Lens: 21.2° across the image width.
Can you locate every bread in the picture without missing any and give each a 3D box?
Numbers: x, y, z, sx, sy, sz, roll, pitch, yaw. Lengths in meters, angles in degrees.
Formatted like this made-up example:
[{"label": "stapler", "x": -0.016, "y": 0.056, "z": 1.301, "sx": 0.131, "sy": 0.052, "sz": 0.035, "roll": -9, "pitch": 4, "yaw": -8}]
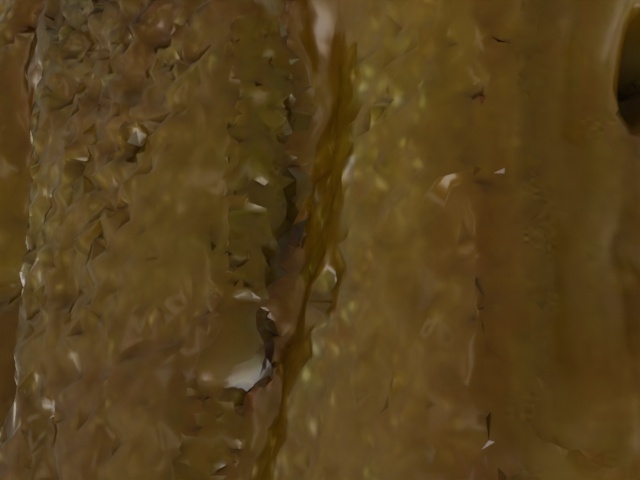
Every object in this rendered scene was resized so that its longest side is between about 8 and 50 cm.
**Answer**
[{"label": "bread", "x": -0.006, "y": -0.002, "z": 0.482, "sx": 0.148, "sy": 0.328, "sz": 0.337, "roll": 16, "pitch": 159, "yaw": -40}]
